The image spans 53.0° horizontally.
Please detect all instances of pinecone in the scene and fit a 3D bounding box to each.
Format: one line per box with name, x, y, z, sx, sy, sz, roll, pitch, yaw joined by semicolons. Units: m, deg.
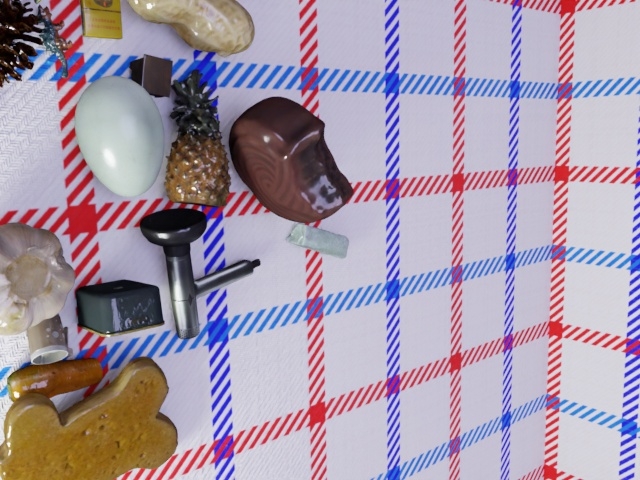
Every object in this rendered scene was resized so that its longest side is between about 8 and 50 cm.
pinecone;-0.612;-0.396;1.228;0.163;0.163;0.165;41;73;-36

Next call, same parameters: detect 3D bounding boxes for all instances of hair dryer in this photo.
hair dryer;-0.300;0.046;1.622;0.284;0.155;0.320;-48;139;-48

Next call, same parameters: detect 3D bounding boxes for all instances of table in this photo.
table;-0.391;-0.373;1.466;0.070;0.082;0.083;3;94;-40

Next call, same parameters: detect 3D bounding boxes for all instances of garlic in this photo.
garlic;-0.620;0.076;1.295;0.227;0.152;0.228;11;72;-37

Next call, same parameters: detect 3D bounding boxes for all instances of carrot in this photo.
carrot;-0.580;0.301;1.406;0.193;0.087;0.087;-9;102;-38

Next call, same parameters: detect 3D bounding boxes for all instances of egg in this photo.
egg;-0.430;-0.222;1.391;0.182;0.183;0.264;-23;117;-35

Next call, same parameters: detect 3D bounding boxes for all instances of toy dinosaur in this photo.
toy dinosaur;-0.555;-0.417;1.344;0.055;0.049;0.154;-25;106;-38

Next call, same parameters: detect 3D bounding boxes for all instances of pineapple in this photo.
pineapple;-0.290;-0.251;1.532;0.169;0.169;0.341;2;88;-40

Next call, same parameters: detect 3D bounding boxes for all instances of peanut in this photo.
peanut;-0.299;-0.531;1.489;0.325;0.140;0.153;11;106;-38

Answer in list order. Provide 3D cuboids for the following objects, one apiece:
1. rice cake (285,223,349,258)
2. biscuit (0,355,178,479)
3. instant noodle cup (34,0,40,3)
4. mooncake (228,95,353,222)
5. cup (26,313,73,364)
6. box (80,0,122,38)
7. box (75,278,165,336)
rice cake;0.000;0.000;1.860;0.206;0.063;0.069;20;82;-40
biscuit;-0.523;0.440;1.450;0.394;0.076;0.368;-24;127;-33
instant noodle cup;-0.594;-0.622;1.133;0.254;0.325;0.326;11;89;-30
mooncake;-0.076;-0.183;1.616;0.174;0.334;0.326;-44;161;-25
cup;-0.576;0.205;1.380;0.102;0.074;0.099;5;56;-47
box;-0.483;-0.525;1.408;0.086;0.023;0.155;-8;101;-36
box;-0.448;0.145;1.420;0.144;0.201;0.090;-9;99;-37
